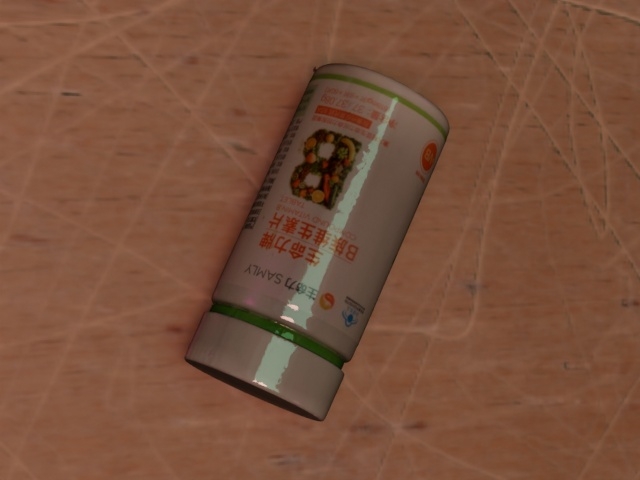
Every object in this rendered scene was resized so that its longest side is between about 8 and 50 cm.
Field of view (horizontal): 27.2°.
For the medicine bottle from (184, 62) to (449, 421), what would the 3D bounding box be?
[{"bbox_3d":[0.000,0.000,0.734,0.086,0.086,0.183,27,78,-16],"label":"medicine bottle"}]
